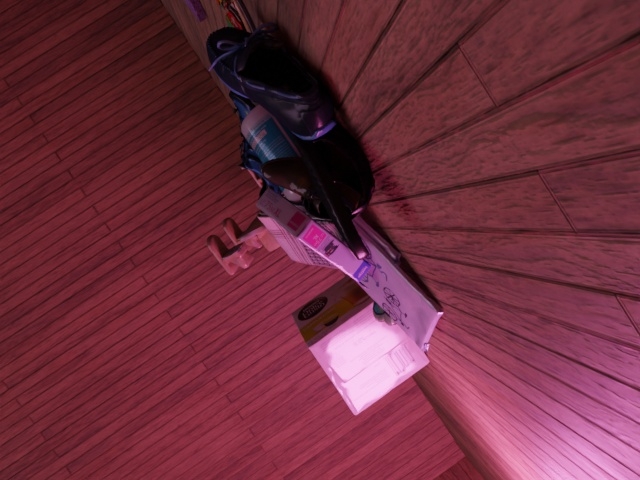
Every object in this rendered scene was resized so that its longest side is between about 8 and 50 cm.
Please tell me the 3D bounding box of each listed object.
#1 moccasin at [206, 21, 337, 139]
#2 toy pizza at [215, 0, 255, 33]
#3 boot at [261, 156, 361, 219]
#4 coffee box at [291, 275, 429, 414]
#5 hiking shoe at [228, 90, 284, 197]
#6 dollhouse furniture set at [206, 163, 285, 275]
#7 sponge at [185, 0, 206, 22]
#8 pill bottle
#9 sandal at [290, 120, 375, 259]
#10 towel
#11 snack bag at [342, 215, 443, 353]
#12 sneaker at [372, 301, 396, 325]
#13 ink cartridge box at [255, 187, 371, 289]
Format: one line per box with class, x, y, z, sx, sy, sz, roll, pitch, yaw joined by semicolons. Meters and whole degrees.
moccasin;-0.090;-0.314;1.017;0.342;0.138;0.116;38;163;29
toy pizza;-0.205;-0.518;1.258;0.201;0.032;0.201;56;177;5
boot;-0.021;-0.106;1.156;0.106;0.219;0.082;-77;-1;-56
coffee box;0.139;0.360;2.145;0.338;0.338;0.334;57;177;-19
hiking shoe;-0.157;-0.236;1.421;0.304;0.132;0.113;60;173;-11
dollhouse furniture set;-0.178;-0.140;1.923;0.256;0.362;0.394;55;-153;-16
sponge;-0.441;-0.808;1.828;0.210;0.031;0.117;54;176;20
pill bottle;-0.052;-0.187;1.286;0.264;0.146;0.146;56;177;5
sandal;0.018;-0.169;1.060;0.167;0.107;0.445;59;-172;-58
towel;-0.002;-0.006;1.608;0.312;0.056;0.324;9;150;27
snack bag;0.171;0.106;1.423;0.342;0.037;0.323;47;163;22
sneaker;0.212;0.178;1.685;0.275;0.107;0.109;149;106;-82
ink cartridge box;0.000;0.000;1.375;0.186;0.065;0.311;38;179;45
